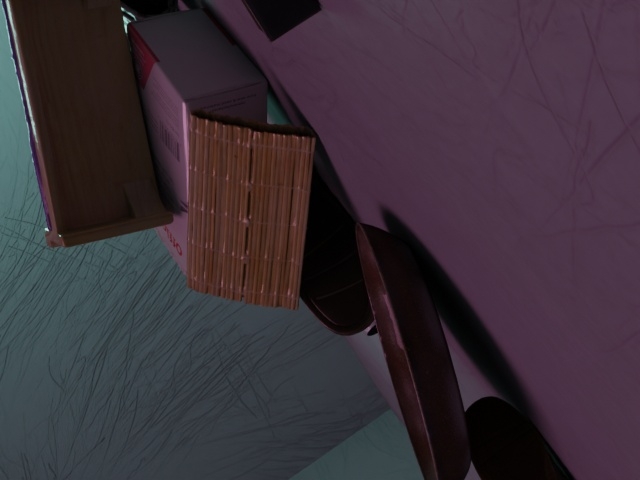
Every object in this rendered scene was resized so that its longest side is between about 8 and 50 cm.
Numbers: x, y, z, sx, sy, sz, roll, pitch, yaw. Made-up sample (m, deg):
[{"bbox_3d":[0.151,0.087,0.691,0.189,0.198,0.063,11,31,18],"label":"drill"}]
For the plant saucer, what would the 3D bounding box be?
[{"bbox_3d":[0.100,0.125,1.489,0.310,0.050,0.310,165,90,-87],"label":"plant saucer"}]

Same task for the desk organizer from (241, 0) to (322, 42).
[{"bbox_3d":[-0.056,-0.217,1.061,0.130,0.047,0.050,57,179,-22],"label":"desk organizer"}]

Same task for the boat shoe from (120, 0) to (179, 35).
[{"bbox_3d":[-0.259,-0.362,2.062,0.335,0.121,0.119,-126,27,-46],"label":"boat shoe"}]

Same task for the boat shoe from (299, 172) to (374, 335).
[{"bbox_3d":[0.000,0.000,1.902,0.307,0.111,0.104,65,-177,25],"label":"boat shoe"}]

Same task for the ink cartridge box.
[{"bbox_3d":[-0.162,-0.128,1.860,0.207,0.117,0.283,52,149,43],"label":"ink cartridge box"}]

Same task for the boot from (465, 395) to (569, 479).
[{"bbox_3d":[0.230,0.274,1.523,0.213,0.077,0.165,54,179,22],"label":"boot"}]

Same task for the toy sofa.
[{"bbox_3d":[-0.313,-0.178,1.830,0.177,0.150,0.362,-166,64,-66],"label":"toy sofa"}]

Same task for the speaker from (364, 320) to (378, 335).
[{"bbox_3d":[0.057,0.079,2.174,0.136,0.055,0.055,54,176,19],"label":"speaker"}]

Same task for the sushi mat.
[{"bbox_3d":[-0.089,-0.030,1.733,0.316,0.151,0.019,97,-174,-48],"label":"sushi mat"}]
